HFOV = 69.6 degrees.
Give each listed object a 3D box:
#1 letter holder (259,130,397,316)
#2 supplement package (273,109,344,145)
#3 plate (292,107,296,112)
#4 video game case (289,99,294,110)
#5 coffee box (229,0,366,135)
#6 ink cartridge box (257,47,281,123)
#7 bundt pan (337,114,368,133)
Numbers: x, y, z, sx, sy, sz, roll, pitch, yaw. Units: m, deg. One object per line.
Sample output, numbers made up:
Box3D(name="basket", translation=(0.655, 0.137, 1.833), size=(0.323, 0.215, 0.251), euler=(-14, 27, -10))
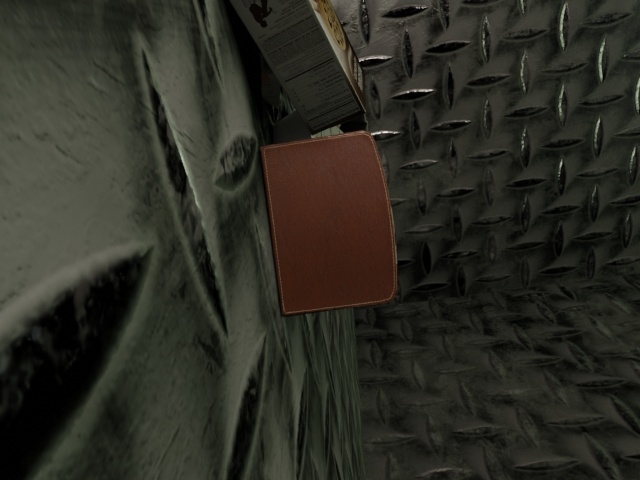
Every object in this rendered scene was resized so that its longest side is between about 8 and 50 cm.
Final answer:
Box3D(name="letter holder", translation=(0.024, -0.029, 0.860), size=(0.152, 0.214, 0.302), euler=(25, 56, -83))
Box3D(name="supplement package", translation=(-0.007, -0.195, 1.009), size=(0.179, 0.105, 0.105), euler=(30, 45, -44))
Box3D(name="plate", translation=(-0.045, -0.277, 1.237), size=(0.188, 0.024, 0.188), euler=(7, 90, -74))
Box3D(name="video game case", translation=(-0.090, -0.493, 1.398), size=(0.173, 0.022, 0.191), euler=(67, 15, -69))
Box3D(name="coffee box", translation=(-0.030, -0.364, 0.820), size=(0.297, 0.118, 0.168), euler=(53, 27, -39))
Box3D(name="ink cartridge box", translation=(-0.112, -0.350, 0.956), size=(0.179, 0.045, 0.146), euler=(121, -36, -69))
Box3D(name="bundt pan", translation=(0.049, -0.297, 1.573), size=(0.331, 0.124, 0.331), euler=(-41, 137, -53))
